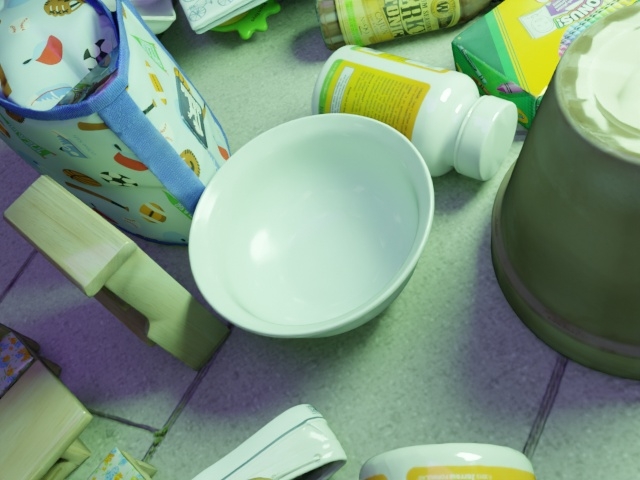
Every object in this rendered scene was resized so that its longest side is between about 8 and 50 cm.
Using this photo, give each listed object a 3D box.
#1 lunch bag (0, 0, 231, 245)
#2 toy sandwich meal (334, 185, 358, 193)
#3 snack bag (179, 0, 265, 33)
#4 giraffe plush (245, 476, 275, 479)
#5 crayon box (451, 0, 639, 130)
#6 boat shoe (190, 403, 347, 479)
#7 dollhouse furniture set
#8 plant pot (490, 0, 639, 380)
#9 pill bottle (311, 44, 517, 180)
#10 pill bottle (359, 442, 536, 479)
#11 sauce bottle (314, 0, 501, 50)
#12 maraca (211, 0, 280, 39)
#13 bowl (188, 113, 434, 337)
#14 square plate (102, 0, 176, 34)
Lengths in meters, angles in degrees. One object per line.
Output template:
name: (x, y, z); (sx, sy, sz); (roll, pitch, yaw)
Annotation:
lunch bag: (-0.292, -0.169, 0.852); (0.385, 0.328, 0.239); (34, 77, 34)
toy sandwich meal: (0.046, -0.095, 0.862); (0.086, 0.029, 0.085); (-9, 58, 14)
snack bag: (-0.100, -0.513, 1.045); (0.343, 0.037, 0.323); (-24, 56, 1)
giraffe plush: (-0.028, 0.342, 0.549); (0.181, 0.170, 0.210); (-40, 42, 10)
crayon box: (0.342, -0.285, 0.841); (0.278, 0.081, 0.165); (-37, 55, -4)
boat shoe: (-0.087, 0.282, 0.644); (0.258, 0.095, 0.084); (-41, 51, -6)
dollhouse furniture set: (-0.328, 0.171, 0.698); (0.362, 0.256, 0.394); (31, 74, 32)
plant pot: (0.322, -0.063, 0.596); (0.323, 0.280, 0.323); (-9, 56, 15)
pill bottle: (0.121, -0.164, 0.812); (0.246, 0.136, 0.136); (25, 71, 30)
pill bottle: (0.116, 0.323, 0.507); (0.162, 0.162, 0.278); (-9, 58, 14)
sauce bottle: (0.165, -0.377, 0.941); (0.345, 0.111, 0.111); (-9, 58, 16)
maraca: (-0.155, -0.421, 1.091); (0.186, 0.099, 0.127); (30, 86, 23)
bowl: (0.000, 0.000, 0.759); (0.298, 0.134, 0.297); (-9, 58, 14)
square plate: (-0.433, -0.405, 1.089); (0.344, 0.049, 0.347); (-6, 31, -12)
